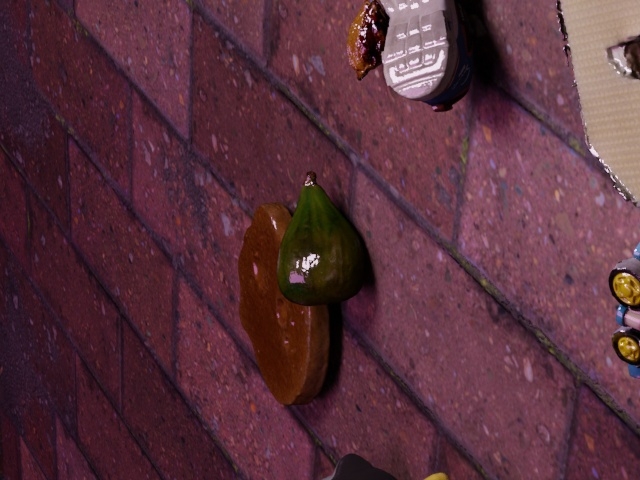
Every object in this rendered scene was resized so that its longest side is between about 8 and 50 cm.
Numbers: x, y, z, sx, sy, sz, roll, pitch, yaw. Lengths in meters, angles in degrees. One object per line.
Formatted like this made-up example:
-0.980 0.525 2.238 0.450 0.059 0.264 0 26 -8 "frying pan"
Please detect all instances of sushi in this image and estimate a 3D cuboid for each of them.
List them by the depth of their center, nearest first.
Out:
0.060 -0.240 2.109 0.047 0.050 0.099 -166 74 -67 "sushi"

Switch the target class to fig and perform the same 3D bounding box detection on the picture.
0.000 0.000 2.307 0.117 0.117 0.178 134 135 -61 "fig"

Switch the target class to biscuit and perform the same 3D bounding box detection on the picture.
0.294 -0.154 1.667 0.147 0.046 0.250 -8 95 64 "biscuit"
-0.050 0.096 2.512 0.257 0.049 0.273 61 150 35 "biscuit"

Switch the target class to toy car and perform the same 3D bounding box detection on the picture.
0.334 0.061 1.621 0.098 0.126 0.161 25 133 38 "toy car"

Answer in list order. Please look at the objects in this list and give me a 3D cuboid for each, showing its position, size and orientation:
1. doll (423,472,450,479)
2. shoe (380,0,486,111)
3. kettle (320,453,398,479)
0.240 0.404 1.970 0.363 0.145 0.199 42 153 39 "doll"
0.130 -0.236 1.941 0.099 0.125 0.228 -18 57 31 "shoe"
0.037 0.421 2.365 0.236 0.161 0.221 -50 52 56 "kettle"
